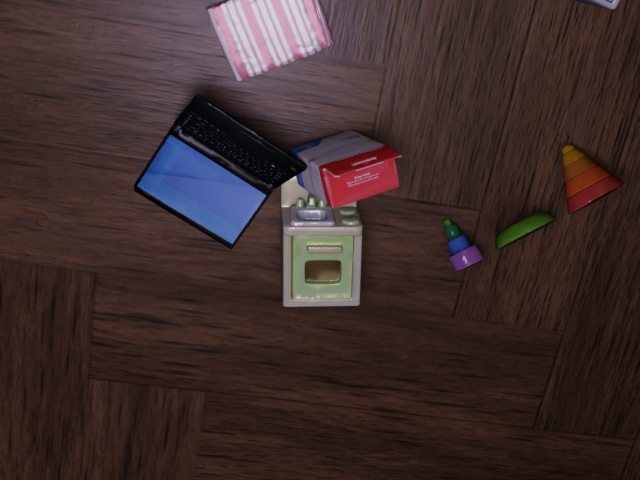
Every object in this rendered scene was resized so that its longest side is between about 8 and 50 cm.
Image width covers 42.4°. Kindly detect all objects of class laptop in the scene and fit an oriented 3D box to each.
[{"bbox_3d":[-0.193,-0.117,1.530,0.234,0.264,0.137,32,70,-16],"label":"laptop"}]

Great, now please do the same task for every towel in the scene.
[{"bbox_3d":[-0.091,-0.386,1.490,0.196,0.029,0.144,-19,112,6],"label":"towel"}]

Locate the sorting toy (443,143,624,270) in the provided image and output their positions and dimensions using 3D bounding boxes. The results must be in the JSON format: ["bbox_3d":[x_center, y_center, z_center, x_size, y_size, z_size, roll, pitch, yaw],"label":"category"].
[{"bbox_3d":[0.402,-0.074,1.629,0.365,0.127,0.126,-28,82,10],"label":"sorting toy"}]

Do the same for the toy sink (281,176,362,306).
[{"bbox_3d":[0.000,0.000,1.595,0.152,0.131,0.234,0,111,-5],"label":"toy sink"}]

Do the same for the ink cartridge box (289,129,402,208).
[{"bbox_3d":[0.048,-0.127,1.479,0.134,0.231,0.078,-19,113,-15],"label":"ink cartridge box"}]

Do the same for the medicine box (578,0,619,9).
[{"bbox_3d":[0.431,-0.580,1.381,0.263,0.149,0.289,22,109,-12],"label":"medicine box"}]
